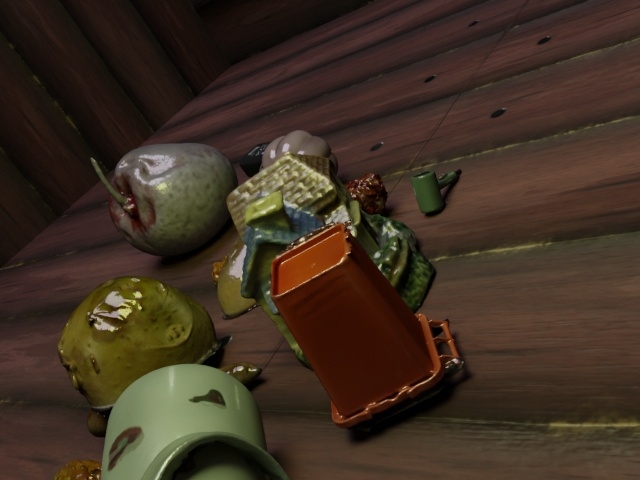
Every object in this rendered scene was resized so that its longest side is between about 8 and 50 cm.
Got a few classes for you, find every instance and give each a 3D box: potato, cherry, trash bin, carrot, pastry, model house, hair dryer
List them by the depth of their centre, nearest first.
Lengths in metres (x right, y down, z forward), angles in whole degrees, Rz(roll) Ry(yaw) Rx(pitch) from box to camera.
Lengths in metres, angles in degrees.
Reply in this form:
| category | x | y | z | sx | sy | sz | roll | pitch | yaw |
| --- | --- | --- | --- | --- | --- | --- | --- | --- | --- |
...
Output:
| category | x | y | z | sx | sy | sz | roll | pitch | yaw |
| --- | --- | --- | --- | --- | --- | --- | --- | --- | --- |
| trash bin | 0.054 | 0.102 | 0.983 | 0.185 | 0.238 | 0.161 | -27 | 24 | 10 |
| model house | 0.000 | 0.000 | 1.233 | 0.261 | 0.266 | 0.321 | -32 | 23 | 14 |
| carrot | -0.241 | 0.265 | 1.273 | 0.343 | 0.070 | 0.070 | -20 | 26 | 17 |
| potato | -0.322 | 0.152 | 1.347 | 0.247 | 0.196 | 0.299 | -19 | 6 | 3 |
| hair dryer | 0.225 | -0.107 | 1.423 | 0.047 | 0.071 | 0.150 | -6 | 18 | 41 |
| pastry | 0.040 | -0.050 | 1.485 | 0.209 | 0.097 | 0.115 | -32 | 29 | 7 |
| potato | -0.117 | 0.031 | 1.526 | 0.120 | 0.100 | 0.261 | -10 | 32 | 44 |
| cherry | -0.360 | -0.116 | 1.900 | 0.335 | 0.291 | 0.326 | -24 | 3 | -15 |

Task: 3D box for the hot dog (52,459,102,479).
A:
| category | x | y | z | sx | sy | sz | roll | pitch | yaw |
| --- | --- | --- | --- | --- | --- | --- | --- | --- | --- |
| hot dog | -0.346 | 0.406 | 1.054 | 0.272 | 0.122 | 0.196 | 3 | 53 | 52 |

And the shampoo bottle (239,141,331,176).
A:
| category | x | y | z | sx | sy | sz | roll | pitch | yaw |
| --- | --- | --- | --- | --- | --- | --- | --- | --- | --- |
| shampoo bottle | -0.096 | -0.229 | 2.053 | 0.310 | 0.071 | 0.098 | -1 | 38 | 52 |

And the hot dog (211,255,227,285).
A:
| category | x | y | z | sx | sy | sz | roll | pitch | yaw |
| --- | --- | --- | --- | --- | --- | --- | --- | --- | --- |
| hot dog | -0.211 | 0.072 | 1.655 | 0.056 | 0.041 | 0.133 | -32 | 15 | 3 |

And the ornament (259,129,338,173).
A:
| category | x | y | z | sx | sy | sz | roll | pitch | yaw |
| --- | --- | --- | --- | --- | --- | --- | --- | --- | --- |
| ornament | -0.047 | -0.164 | 1.734 | 0.178 | 0.177 | 0.177 | -28 | 23 | 13 |

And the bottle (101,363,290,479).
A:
| category | x | y | z | sx | sy | sz | roll | pitch | yaw |
| --- | --- | --- | --- | --- | --- | --- | --- | --- | --- |
| bottle | -0.148 | 0.307 | 0.870 | 0.229 | 0.229 | 0.351 | -32 | 23 | 3 |
